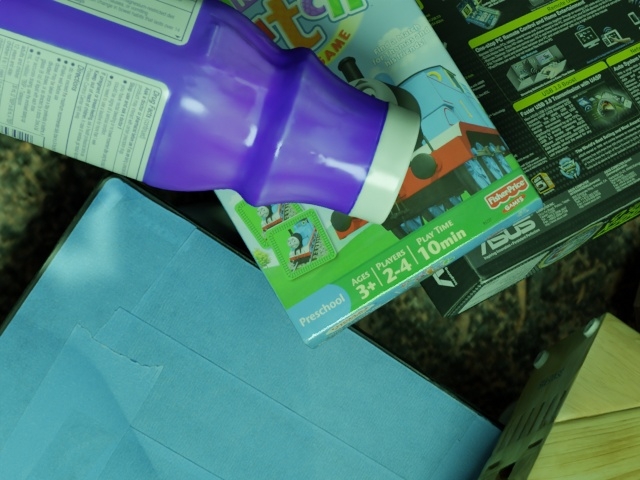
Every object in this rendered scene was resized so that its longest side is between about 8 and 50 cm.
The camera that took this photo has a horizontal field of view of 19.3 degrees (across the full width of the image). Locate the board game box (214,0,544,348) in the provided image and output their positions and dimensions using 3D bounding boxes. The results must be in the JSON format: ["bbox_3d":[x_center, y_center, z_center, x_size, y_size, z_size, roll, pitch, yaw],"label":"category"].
[{"bbox_3d":[0.007,-0.068,1.100,0.160,0.039,0.211,-32,78,4],"label":"board game box"}]

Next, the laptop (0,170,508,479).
[{"bbox_3d":[-0.059,0.251,1.064,0.382,0.236,0.408,34,34,-31],"label":"laptop"}]

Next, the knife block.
[{"bbox_3d":[0.230,0.174,1.204,0.242,0.088,0.275,36,58,-7],"label":"knife block"}]

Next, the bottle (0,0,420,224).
[{"bbox_3d":[-0.088,-0.085,1.025,0.283,0.118,0.092,19,60,-4],"label":"bottle"}]

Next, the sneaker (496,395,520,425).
[{"bbox_3d":[0.257,0.186,1.325,0.282,0.153,0.099,28,78,-33],"label":"sneaker"}]

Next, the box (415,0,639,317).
[{"bbox_3d":[0.130,-0.100,1.205,0.270,0.060,0.216,-27,76,-31],"label":"box"}]

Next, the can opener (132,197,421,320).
[{"bbox_3d":[0.000,0.000,1.169,0.283,0.095,0.076,-11,100,-34],"label":"can opener"}]

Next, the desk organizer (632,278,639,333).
[{"bbox_3d":[0.269,0.008,1.377,0.047,0.050,0.130,68,37,-57],"label":"desk organizer"}]
